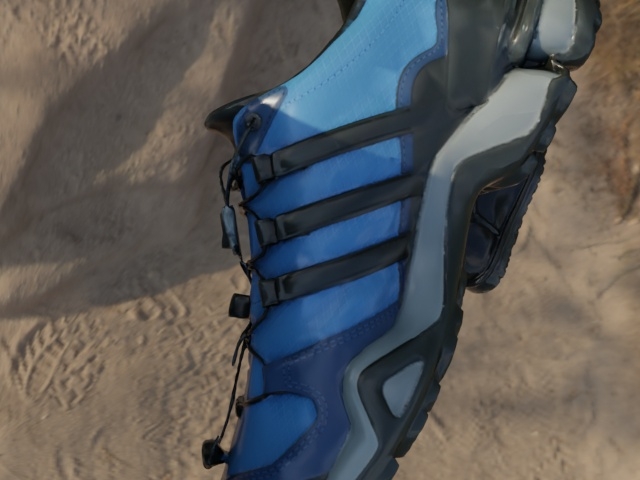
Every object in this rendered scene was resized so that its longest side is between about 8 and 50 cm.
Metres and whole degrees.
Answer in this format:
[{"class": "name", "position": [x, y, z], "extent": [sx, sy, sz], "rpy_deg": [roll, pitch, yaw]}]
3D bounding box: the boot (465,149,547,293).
[{"class": "boot", "position": [0.140, -0.087, 1.173], "extent": [0.207, 0.094, 0.247], "rpy_deg": [33, 67, -34]}]

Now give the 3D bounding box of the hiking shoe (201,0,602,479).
[{"class": "hiking shoe", "position": [0.000, 0.000, 0.461], "extent": [0.132, 0.113, 0.304], "rpy_deg": [26, 79, -3]}]
